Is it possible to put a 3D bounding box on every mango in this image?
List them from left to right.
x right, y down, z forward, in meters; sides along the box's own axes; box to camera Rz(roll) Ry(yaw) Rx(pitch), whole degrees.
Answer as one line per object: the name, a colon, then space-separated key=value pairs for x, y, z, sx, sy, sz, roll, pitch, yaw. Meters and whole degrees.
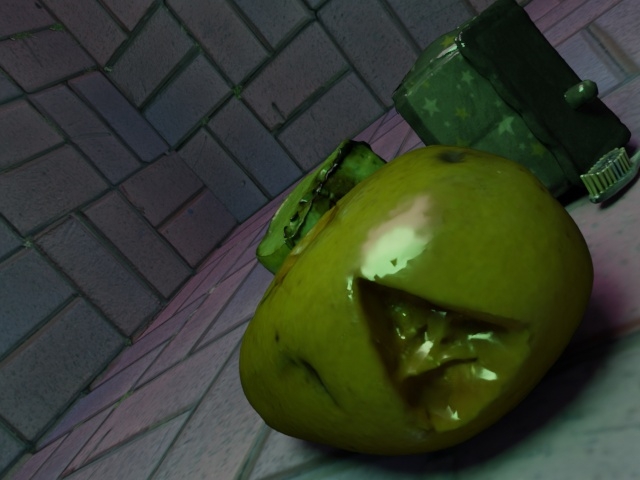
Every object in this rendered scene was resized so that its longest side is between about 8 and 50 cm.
mango: x=0.050 y=0.066 z=0.471 sx=0.365 sy=0.182 sz=0.253 roll=-45 pitch=8 yaw=45

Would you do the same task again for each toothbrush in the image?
toothbrush: x=0.385 y=-0.162 z=0.563 sx=0.375 sy=0.037 sz=0.028 roll=-41 pitch=14 yaw=-16

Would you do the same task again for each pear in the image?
pear: x=0.000 y=0.000 z=0.891 sx=0.255 sy=0.164 sz=0.238 roll=-33 pitch=23 yaw=54

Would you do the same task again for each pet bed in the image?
pet bed: x=0.210 y=-0.150 z=0.603 sx=0.159 sy=0.210 sz=0.183 roll=-37 pitch=4 yaw=39
